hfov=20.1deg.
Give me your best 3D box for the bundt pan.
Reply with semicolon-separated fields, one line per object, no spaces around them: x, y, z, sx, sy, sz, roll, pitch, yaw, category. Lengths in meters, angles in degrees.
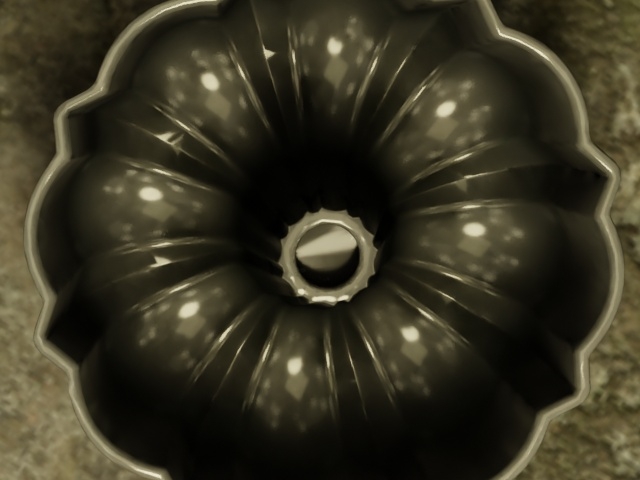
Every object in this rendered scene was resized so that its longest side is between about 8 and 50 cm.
0.000;0.000;1.033;0.330;0.124;0.331;-1;99;-4;bundt pan
